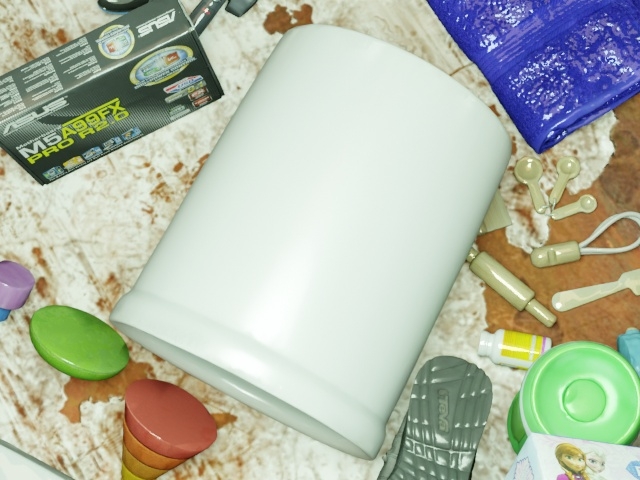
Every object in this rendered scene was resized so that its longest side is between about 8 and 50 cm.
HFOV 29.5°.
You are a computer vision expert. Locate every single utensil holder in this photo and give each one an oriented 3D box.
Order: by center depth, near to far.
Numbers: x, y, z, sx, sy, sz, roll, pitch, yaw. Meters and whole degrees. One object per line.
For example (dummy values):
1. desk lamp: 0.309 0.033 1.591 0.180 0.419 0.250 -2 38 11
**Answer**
1. utensil holder: 0.000 0.000 1.361 0.328 0.327 0.385 26 79 11

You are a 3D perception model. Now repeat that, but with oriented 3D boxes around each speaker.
1. speaker: 0.267 0.186 1.298 0.131 0.296 0.131 -1 75 5

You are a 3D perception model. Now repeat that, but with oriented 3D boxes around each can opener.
1. can opener: -0.147 -0.298 1.583 0.073 0.059 0.186 42 86 -2

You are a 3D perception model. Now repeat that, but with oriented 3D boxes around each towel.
1. towel: 0.283 -0.290 1.534 0.228 0.076 0.308 -32 75 -4

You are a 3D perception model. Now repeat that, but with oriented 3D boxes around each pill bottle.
1. pill bottle: 0.231 0.130 1.448 0.083 0.043 0.043 10 77 8

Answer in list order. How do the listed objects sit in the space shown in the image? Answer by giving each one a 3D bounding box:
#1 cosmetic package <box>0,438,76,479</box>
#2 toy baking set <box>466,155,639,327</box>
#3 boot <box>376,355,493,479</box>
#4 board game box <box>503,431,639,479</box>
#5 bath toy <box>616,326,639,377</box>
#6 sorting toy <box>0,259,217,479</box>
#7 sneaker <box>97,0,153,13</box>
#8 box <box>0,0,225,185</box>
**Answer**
1. cosmetic package: -0.326 0.330 1.431 0.231 0.085 0.117 27 79 13
2. toy baking set: 0.288 0.003 1.482 0.197 0.030 0.256 -43 76 -6
3. boot: 0.098 0.308 1.295 0.118 0.222 0.338 23 58 11
4. board game box: 0.300 0.337 1.217 0.319 0.318 0.066 11 37 -14
5. bath toy: 0.516 0.119 1.356 0.348 0.129 0.151 -24 117 12
6. sorting toy: -0.297 0.177 1.476 0.365 0.127 0.126 37 111 16
7. sneaker: -0.213 -0.360 1.599 0.188 0.078 0.067 -24 79 0
8. box: -0.265 -0.179 1.487 0.270 0.216 0.060 -27 75 -3
